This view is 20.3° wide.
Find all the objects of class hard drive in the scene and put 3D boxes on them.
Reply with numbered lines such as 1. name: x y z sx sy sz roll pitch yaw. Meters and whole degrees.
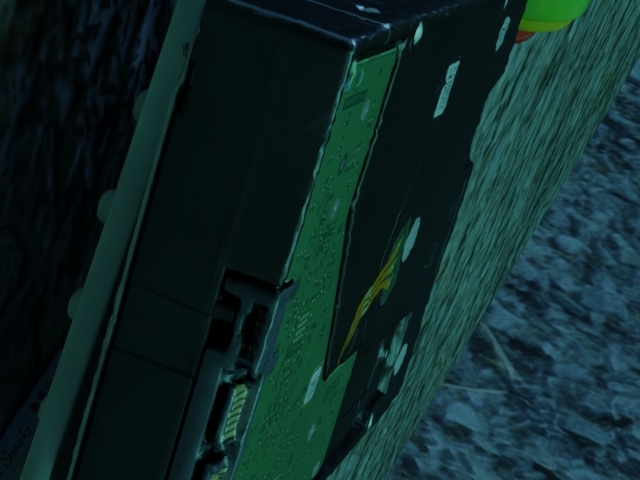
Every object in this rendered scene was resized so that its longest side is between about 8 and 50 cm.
1. hard drive: 0.000 0.000 0.760 0.339 0.064 0.237 -38 146 -70

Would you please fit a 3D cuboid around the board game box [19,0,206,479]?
1. board game box: -0.042 -0.020 0.815 0.390 0.050 0.390 -7 117 -76

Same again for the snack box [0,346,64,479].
1. snack box: -0.144 0.134 0.860 0.141 0.037 0.100 -58 169 -27

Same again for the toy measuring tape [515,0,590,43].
1. toy measuring tape: 0.148 -0.209 1.180 0.330 0.121 0.121 -46 160 -56
